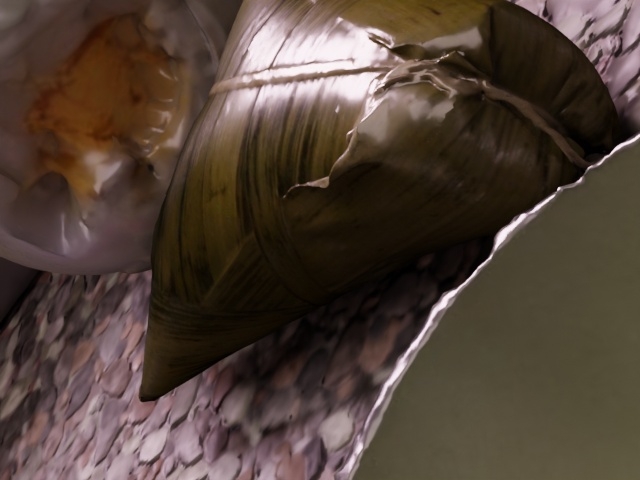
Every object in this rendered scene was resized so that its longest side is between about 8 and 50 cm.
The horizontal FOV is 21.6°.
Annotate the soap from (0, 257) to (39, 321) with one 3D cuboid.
[{"bbox_3d":[-0.268,-0.147,1.042,0.350,0.213,0.435,-61,28,9],"label":"soap"}]

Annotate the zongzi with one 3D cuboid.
[{"bbox_3d":[0.002,0.001,0.586,0.204,0.094,0.205,-61,28,6],"label":"zongzi"}]

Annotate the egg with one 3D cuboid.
[{"bbox_3d":[-0.108,-0.084,0.758,0.183,0.183,0.217,-55,19,9],"label":"egg"}]

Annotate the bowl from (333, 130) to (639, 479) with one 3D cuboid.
[{"bbox_3d":[0.096,0.084,0.327,0.211,0.112,0.211,-40,32,32],"label":"bowl"}]
